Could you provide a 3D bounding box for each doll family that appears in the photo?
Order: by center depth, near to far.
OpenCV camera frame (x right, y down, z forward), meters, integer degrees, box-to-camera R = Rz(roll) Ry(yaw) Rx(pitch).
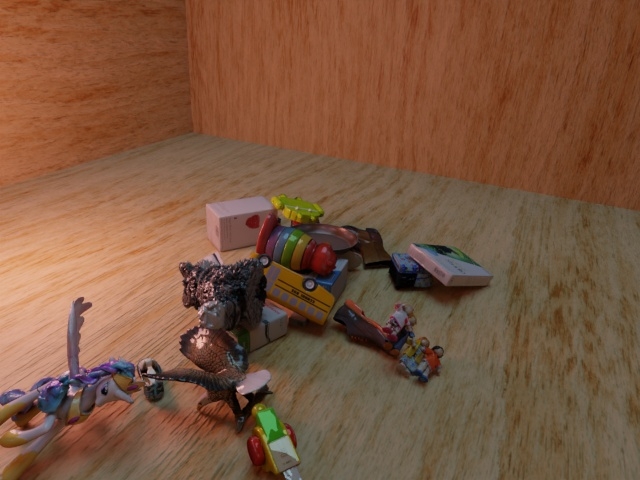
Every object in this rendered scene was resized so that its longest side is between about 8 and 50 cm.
[{"bbox_3d":[0.276,0.313,1.541,0.163,0.263,0.118,-41,8,-40],"label":"doll family"}]

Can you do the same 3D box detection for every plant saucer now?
[{"bbox_3d":[0.000,0.000,2.034,0.310,0.050,0.311,5,20,-2],"label":"plant saucer"}]

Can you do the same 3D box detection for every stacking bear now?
[{"bbox_3d":[-0.075,0.036,1.804,0.288,0.164,0.175,20,-14,12],"label":"stacking bear"}]

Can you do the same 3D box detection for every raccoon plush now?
[{"bbox_3d":[-0.350,0.141,1.456,0.298,0.216,0.446,4,-7,12],"label":"raccoon plush"}]

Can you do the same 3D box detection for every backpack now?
[{"bbox_3d":[0.383,0.125,2.025,0.173,0.117,0.158,3,26,-7],"label":"backpack"}]

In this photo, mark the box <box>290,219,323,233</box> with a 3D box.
[{"bbox_3d":[-0.069,-0.039,2.295,0.122,0.128,0.257,2,25,-10],"label":"box"}]

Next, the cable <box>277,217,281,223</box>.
[{"bbox_3d":[-0.340,-0.129,2.575,0.287,0.072,0.139,20,10,7],"label":"cable"}]

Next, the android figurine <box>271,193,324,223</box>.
[{"bbox_3d":[-0.103,-0.147,2.265,0.248,0.056,0.273,10,20,-23],"label":"android figurine"}]

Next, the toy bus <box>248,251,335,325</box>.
[{"bbox_3d":[-0.110,0.165,1.701,0.332,0.130,0.108,26,-10,5],"label":"toy bus"}]

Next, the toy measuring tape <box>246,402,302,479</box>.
[{"bbox_3d":[-0.089,0.537,1.144,0.121,0.121,0.330,-11,51,-29],"label":"toy measuring tape"}]

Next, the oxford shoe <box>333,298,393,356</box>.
[{"bbox_3d":[0.153,0.315,1.654,0.098,0.097,0.271,-43,49,-11],"label":"oxford shoe"}]

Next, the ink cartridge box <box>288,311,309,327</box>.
[{"bbox_3d":[-0.067,0.267,1.763,0.062,0.029,0.115,11,25,14],"label":"ink cartridge box"}]

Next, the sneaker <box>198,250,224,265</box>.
[{"bbox_3d":[-0.424,0.130,1.966,0.094,0.090,0.235,-20,28,-18],"label":"sneaker"}]

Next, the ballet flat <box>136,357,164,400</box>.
[{"bbox_3d":[-0.493,0.382,1.422,0.070,0.070,0.188,-11,29,-28],"label":"ballet flat"}]

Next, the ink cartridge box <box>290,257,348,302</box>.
[{"bbox_3d":[-0.071,0.143,1.908,0.307,0.129,0.223,11,27,16],"label":"ink cartridge box"}]

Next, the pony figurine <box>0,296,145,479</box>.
[{"bbox_3d":[-0.613,0.365,1.222,0.363,0.303,0.351,-31,33,-8],"label":"pony figurine"}]

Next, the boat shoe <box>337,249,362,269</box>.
[{"bbox_3d":[0.008,0.068,2.102,0.334,0.112,0.096,-3,30,-5],"label":"boat shoe"}]

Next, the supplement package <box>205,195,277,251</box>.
[{"bbox_3d":[-0.367,-0.084,2.295,0.292,0.178,0.175,-12,30,-29],"label":"supplement package"}]

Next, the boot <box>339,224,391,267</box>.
[{"bbox_3d":[0.179,0.045,2.240,0.263,0.096,0.280,6,31,-14],"label":"boot"}]

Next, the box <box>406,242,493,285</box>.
[{"bbox_3d":[0.537,0.099,2.017,0.321,0.059,0.232,6,29,-44],"label":"box"}]

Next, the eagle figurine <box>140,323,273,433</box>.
[{"bbox_3d":[-0.289,0.365,1.305,0.298,0.226,0.225,43,76,1],"label":"eagle figurine"}]

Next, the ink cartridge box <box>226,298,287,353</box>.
[{"bbox_3d":[-0.233,0.284,1.636,0.208,0.087,0.153,-20,33,-39],"label":"ink cartridge box"}]
